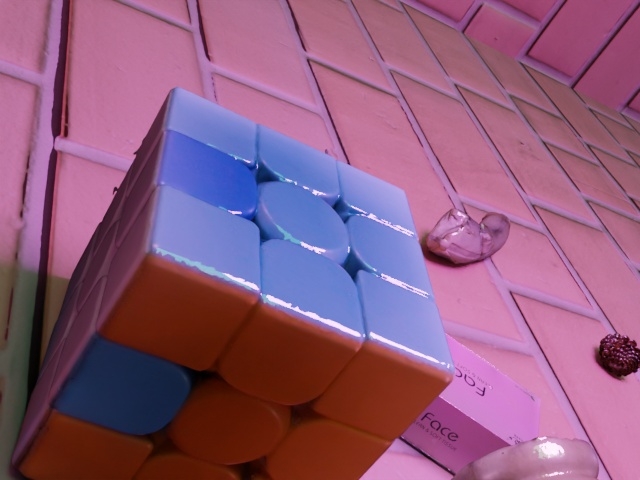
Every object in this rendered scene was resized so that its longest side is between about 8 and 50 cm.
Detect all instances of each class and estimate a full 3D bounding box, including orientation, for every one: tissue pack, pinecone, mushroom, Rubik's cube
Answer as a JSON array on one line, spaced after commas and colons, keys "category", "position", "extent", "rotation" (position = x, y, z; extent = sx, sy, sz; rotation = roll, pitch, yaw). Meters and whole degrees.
[{"category": "tissue pack", "position": [0.163, 0.204, 1.054], "extent": [0.246, 0.092, 0.148], "rotation": [34, 28, 0]}, {"category": "pinecone", "position": [0.548, 0.205, 1.461], "extent": [0.077, 0.077, 0.083], "rotation": [29, 30, -11]}, {"category": "mushroom", "position": [0.285, -0.007, 1.496], "extent": [0.278, 0.099, 0.096], "rotation": [-3, 59, -53]}, {"category": "Rubik's cube", "position": [-0.086, 0.077, 0.789], "extent": [0.292, 0.291, 0.290], "rotation": [24, 31, -20]}]

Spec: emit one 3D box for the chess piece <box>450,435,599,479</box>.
[{"category": "chess piece", "position": [0.266, 0.389, 0.829], "extent": [0.182, 0.182, 0.330], "rotation": [14, 41, -32]}]
